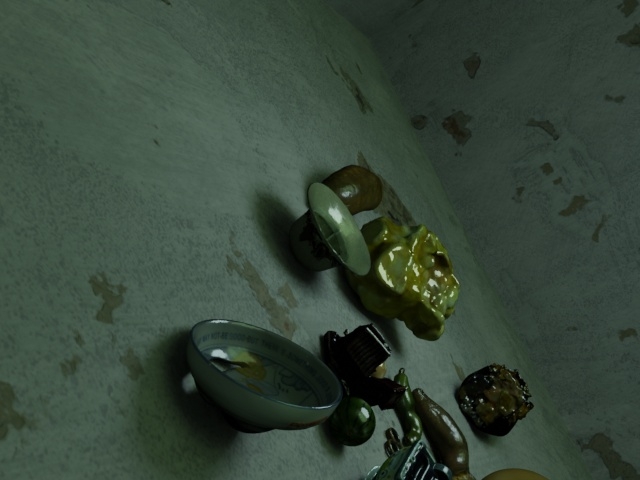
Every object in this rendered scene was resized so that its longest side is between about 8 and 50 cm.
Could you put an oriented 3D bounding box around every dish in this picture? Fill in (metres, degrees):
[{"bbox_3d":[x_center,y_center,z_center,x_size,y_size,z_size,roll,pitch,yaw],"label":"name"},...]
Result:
[{"bbox_3d":[-0.113,0.254,1.268,0.273,0.134,0.273,25,11,-5],"label":"dish"}]

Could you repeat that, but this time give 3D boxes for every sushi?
[{"bbox_3d":[0.550,0.491,2.346,0.213,0.200,0.204,64,18,14],"label":"sushi"}]

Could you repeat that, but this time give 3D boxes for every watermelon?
[{"bbox_3d":[0.067,0.367,1.555,0.109,0.109,0.109,47,24,-29],"label":"watermelon"}]

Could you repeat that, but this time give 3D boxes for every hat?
[{"bbox_3d":[0.000,0.000,1.849,0.257,0.130,0.257,47,24,-28],"label":"hat"}]

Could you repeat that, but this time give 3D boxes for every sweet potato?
[{"bbox_3d":[0.320,0.508,1.957,0.112,0.085,0.285,16,47,-55],"label":"sweet potato"},{"bbox_3d":[0.085,-0.141,2.206,0.158,0.158,0.370,60,20,1],"label":"sweet potato"}]

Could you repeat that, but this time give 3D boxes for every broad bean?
[{"bbox_3d":[0.213,0.414,1.893,0.070,0.048,0.213,39,32,-44],"label":"broad bean"}]

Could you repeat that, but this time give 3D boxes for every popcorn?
[{"bbox_3d":[0.216,0.099,2.093,0.334,0.293,0.292,23,73,-13],"label":"popcorn"}]

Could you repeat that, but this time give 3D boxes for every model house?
[{"bbox_3d":[0.106,0.279,1.675,0.203,0.164,0.141,59,26,-5],"label":"model house"}]

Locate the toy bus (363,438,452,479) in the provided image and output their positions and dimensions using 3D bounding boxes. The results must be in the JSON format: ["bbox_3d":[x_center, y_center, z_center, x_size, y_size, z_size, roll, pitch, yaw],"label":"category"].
[{"bbox_3d":[0.202,0.555,1.520,0.276,0.165,0.133,57,35,-5],"label":"toy bus"}]

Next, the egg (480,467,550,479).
[{"bbox_3d":[0.490,0.688,1.864,0.322,0.250,0.250,45,25,-40],"label":"egg"}]

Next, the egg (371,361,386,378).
[{"bbox_3d":[0.125,0.301,1.814,0.071,0.071,0.083,21,46,-59],"label":"egg"}]

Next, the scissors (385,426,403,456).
[{"bbox_3d":[0.217,0.536,1.784,0.220,0.017,0.088,53,18,-16],"label":"scissors"}]
